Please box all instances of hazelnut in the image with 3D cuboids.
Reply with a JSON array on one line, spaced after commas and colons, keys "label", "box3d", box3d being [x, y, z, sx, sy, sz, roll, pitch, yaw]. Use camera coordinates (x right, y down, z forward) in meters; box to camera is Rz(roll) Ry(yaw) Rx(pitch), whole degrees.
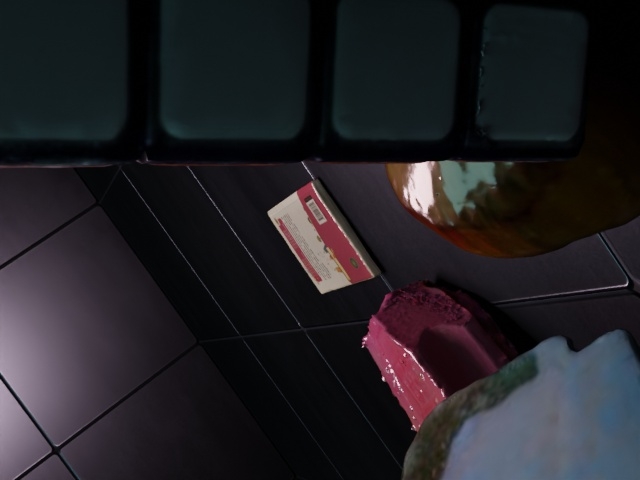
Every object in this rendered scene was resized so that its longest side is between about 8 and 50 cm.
[{"label": "hazelnut", "box3d": [0.147, -0.065, 0.699, 0.210, 0.186, 0.210, 27, 135, 30]}]

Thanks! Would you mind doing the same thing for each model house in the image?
[{"label": "model house", "box3d": [0.285, 0.315, 0.814, 0.339, 0.297, 0.360, 34, -152, -25]}]

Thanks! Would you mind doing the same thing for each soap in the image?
[{"label": "soap", "box3d": [0.171, 0.183, 1.103, 0.289, 0.112, 0.182, 55, 162, 27]}]

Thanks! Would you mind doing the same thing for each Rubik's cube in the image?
[{"label": "Rubik's cube", "box3d": [-0.070, -0.223, 0.528, 0.344, 0.343, 0.337, 17, 108, 59]}]

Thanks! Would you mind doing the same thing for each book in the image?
[{"label": "book", "box3d": [0.000, 0.000, 1.375, 0.162, 0.022, 0.232, 57, 161, -3]}]
